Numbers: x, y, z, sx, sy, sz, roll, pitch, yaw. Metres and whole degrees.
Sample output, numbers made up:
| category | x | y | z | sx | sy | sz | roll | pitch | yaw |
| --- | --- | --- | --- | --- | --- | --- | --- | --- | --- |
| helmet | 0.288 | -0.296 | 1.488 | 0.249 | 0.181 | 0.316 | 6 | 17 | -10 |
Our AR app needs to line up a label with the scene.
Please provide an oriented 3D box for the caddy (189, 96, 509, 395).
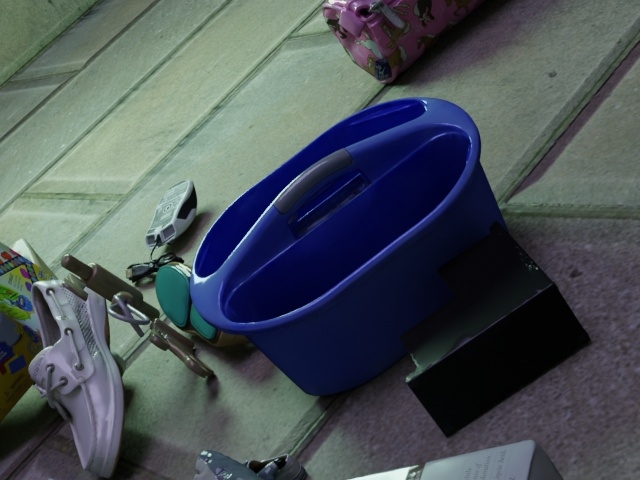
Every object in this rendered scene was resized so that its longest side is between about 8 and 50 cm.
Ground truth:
| category | x | y | z | sx | sy | sz | roll | pitch | yaw |
| --- | --- | --- | --- | --- | --- | --- | --- | --- | --- |
| caddy | 0.026 | -0.009 | 1.283 | 0.341 | 0.179 | 0.241 | -37 | 37 | -4 |

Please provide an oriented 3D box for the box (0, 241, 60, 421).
| category | x | y | z | sx | sy | sz | roll | pitch | yaw |
| --- | --- | --- | --- | --- | --- | --- | --- | --- | --- |
| box | -0.519 | 0.125 | 1.569 | 0.290 | 0.279 | 0.177 | -49 | 22 | 15 |

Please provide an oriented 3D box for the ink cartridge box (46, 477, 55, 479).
| category | x | y | z | sx | sy | sz | roll | pitch | yaw |
| --- | --- | --- | --- | --- | --- | --- | --- | --- | --- |
| ink cartridge box | -0.300 | 0.361 | 1.242 | 0.223 | 0.045 | 0.224 | -45 | 27 | -18 |

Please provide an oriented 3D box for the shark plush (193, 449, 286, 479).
| category | x | y | z | sx | sy | sz | roll | pitch | yaw |
| --- | --- | --- | --- | --- | --- | --- | --- | --- | --- |
| shark plush | -0.053 | 0.224 | 1.137 | 0.161 | 0.073 | 0.067 | -10 | 47 | 35 |

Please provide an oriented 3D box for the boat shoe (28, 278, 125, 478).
| category | x | y | z | sx | sy | sz | roll | pitch | yaw |
| --- | --- | --- | --- | --- | --- | --- | --- | --- | --- |
| boat shoe | -0.290 | 0.156 | 1.434 | 0.098 | 0.096 | 0.277 | -63 | 34 | 35 |

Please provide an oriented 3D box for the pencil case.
| category | x | y | z | sx | sy | sz | roll | pitch | yaw |
| --- | --- | --- | --- | --- | --- | --- | --- | --- | --- |
| pencil case | 0.191 | -0.397 | 1.822 | 0.386 | 0.160 | 0.167 | -38 | 33 | -6 |

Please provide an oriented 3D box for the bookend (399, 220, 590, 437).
| category | x | y | z | sx | sy | sz | roll | pitch | yaw |
| --- | --- | --- | --- | --- | --- | --- | --- | --- | --- |
| bookend | 0.142 | 0.078 | 1.153 | 0.157 | 0.072 | 0.156 | -35 | 24 | 3 |

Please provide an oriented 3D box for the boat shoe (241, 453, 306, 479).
| category | x | y | z | sx | sy | sz | roll | pitch | yaw |
| --- | --- | --- | --- | --- | --- | --- | --- | --- | --- |
| boat shoe | -0.063 | 0.226 | 1.195 | 0.100 | 0.035 | 0.035 | -18 | 30 | 32 |

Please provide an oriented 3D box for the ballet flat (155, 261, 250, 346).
| category | x | y | z | sx | sy | sz | roll | pitch | yaw |
| --- | --- | --- | --- | --- | --- | --- | --- | --- | --- |
| ballet flat | -0.134 | 0.082 | 1.507 | 0.232 | 0.073 | 0.080 | 30 | 112 | 61 |

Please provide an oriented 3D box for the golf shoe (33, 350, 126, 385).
| category | x | y | z | sx | sy | sz | roll | pitch | yaw |
| --- | --- | --- | --- | --- | --- | --- | --- | --- | --- |
| golf shoe | -0.306 | 0.150 | 1.592 | 0.186 | 0.067 | 0.086 | -7 | 38 | 46 |

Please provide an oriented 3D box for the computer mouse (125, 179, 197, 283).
| category | x | y | z | sx | sy | sz | roll | pitch | yaw |
| --- | --- | --- | --- | --- | --- | --- | --- | --- | --- |
| computer mouse | -0.216 | -0.013 | 1.801 | 0.106 | 0.042 | 0.193 | -23 | 33 | 35 |

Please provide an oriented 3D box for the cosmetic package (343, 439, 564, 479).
| category | x | y | z | sx | sy | sz | roll | pitch | yaw |
| --- | --- | --- | --- | --- | --- | --- | --- | --- | --- |
| cosmetic package | 0.073 | 0.239 | 0.948 | 0.231 | 0.085 | 0.117 | -18 | 30 | 30 |

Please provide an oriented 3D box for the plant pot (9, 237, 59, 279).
| category | x | y | z | sx | sy | sz | roll | pitch | yaw |
| --- | --- | --- | --- | --- | --- | --- | --- | --- | --- |
| plant pot | -0.438 | 0.082 | 1.843 | 0.109 | 0.109 | 0.096 | -41 | 38 | -12 |

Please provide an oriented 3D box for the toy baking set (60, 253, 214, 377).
| category | x | y | z | sx | sy | sz | roll | pitch | yaw |
| --- | --- | --- | --- | --- | --- | --- | --- | --- | --- |
| toy baking set | -0.212 | 0.078 | 1.407 | 0.030 | 0.256 | 0.196 | -54 | 40 | -3 |
